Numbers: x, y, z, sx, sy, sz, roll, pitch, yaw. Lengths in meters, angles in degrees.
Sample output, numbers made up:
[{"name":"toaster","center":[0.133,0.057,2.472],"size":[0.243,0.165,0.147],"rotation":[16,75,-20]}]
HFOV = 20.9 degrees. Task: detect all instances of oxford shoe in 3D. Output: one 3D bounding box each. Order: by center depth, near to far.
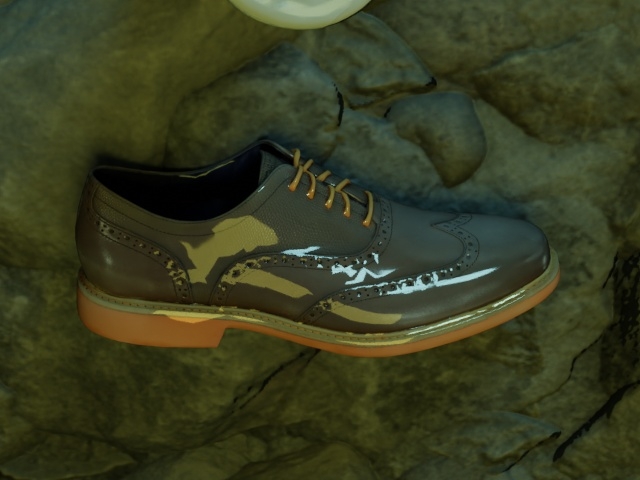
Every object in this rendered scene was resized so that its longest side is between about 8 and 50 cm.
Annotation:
[{"name":"oxford shoe","center":[0.000,0.000,1.281],"size":[0.363,0.130,0.133],"rotation":[-2,119,-5]}]

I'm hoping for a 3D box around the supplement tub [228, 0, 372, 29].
[{"name":"supplement tub","center":[-0.017,-0.222,1.066],"size":[0.117,0.190,0.117],"rotation":[-3,127,-4]}]
